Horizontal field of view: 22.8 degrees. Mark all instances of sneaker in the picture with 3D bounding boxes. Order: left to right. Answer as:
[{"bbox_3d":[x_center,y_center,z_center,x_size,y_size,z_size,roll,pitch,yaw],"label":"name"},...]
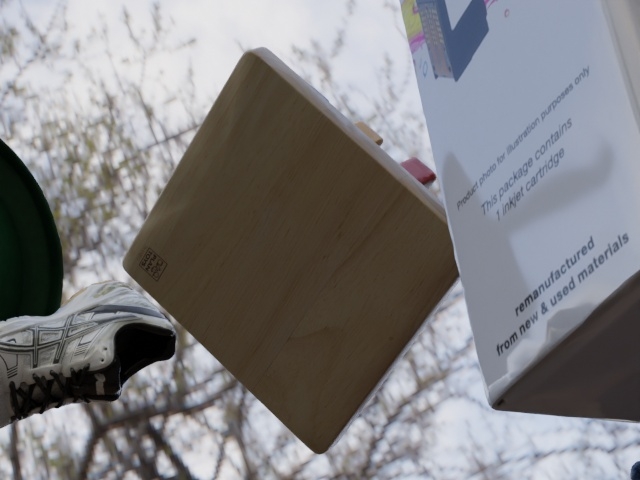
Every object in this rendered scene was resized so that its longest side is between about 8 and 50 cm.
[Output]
[{"bbox_3d":[-0.083,0.041,0.510,0.083,0.037,0.032,-33,-44,-33],"label":"sneaker"}]

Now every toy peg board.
[{"bbox_3d":[0.000,0.000,0.870,0.079,0.160,0.161,-26,-26,-56],"label":"toy peg board"}]

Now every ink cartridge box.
[{"bbox_3d":[0.145,-0.077,0.593,0.201,0.278,0.117,8,-35,-27],"label":"ink cartridge box"}]

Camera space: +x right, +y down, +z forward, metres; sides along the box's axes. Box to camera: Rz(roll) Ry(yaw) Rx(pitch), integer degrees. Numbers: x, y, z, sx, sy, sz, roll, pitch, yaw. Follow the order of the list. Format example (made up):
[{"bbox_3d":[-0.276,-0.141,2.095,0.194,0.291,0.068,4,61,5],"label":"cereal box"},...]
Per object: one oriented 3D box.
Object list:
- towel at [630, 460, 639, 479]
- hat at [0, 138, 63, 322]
[{"bbox_3d":[0.161,0.106,0.594,0.067,0.029,0.119,-7,-21,28],"label":"towel"},{"bbox_3d":[-0.204,0.001,0.670,0.208,0.183,0.173,32,-99,-10],"label":"hat"}]
